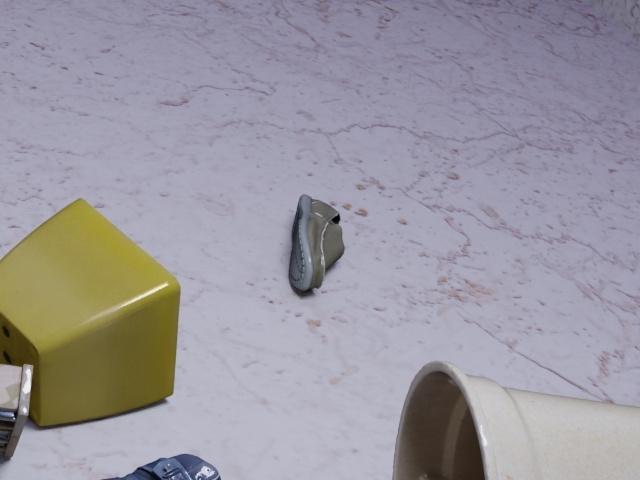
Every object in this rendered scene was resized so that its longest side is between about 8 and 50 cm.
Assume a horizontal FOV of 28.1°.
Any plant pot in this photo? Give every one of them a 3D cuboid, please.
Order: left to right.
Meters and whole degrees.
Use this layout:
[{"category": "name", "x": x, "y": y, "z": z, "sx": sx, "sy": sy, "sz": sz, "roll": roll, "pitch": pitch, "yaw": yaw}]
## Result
[{"category": "plant pot", "x": -0.321, "y": 0.111, "z": 1.628, "sx": 0.187, "sy": 0.212, "sz": 0.212, "roll": -29, "pitch": 53, "yaw": -36}, {"category": "plant pot", "x": 0.274, "y": 0.302, "z": 1.447, "sx": 0.306, "sy": 0.333, "sz": 0.333, "roll": 1, "pitch": 33, "yaw": -14}]

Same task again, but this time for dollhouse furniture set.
[{"category": "dollhouse furniture set", "x": -0.409, "y": 0.244, "z": 1.450, "sx": 0.129, "sy": 0.129, "sz": 0.183, "roll": 9, "pitch": 55, "yaw": -17}]

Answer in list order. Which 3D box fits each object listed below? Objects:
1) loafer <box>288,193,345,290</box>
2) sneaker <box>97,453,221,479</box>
[{"category": "loafer", "x": 0.000, "y": 0.000, "z": 2.082, "sx": 0.088, "sy": 0.094, "sz": 0.251, "roll": 11, "pitch": 30, "yaw": -5}, {"category": "sneaker", "x": -0.157, "y": 0.331, "z": 1.448, "sx": 0.163, "sy": 0.086, "sz": 0.226, "roll": -13, "pitch": 41, "yaw": -39}]
